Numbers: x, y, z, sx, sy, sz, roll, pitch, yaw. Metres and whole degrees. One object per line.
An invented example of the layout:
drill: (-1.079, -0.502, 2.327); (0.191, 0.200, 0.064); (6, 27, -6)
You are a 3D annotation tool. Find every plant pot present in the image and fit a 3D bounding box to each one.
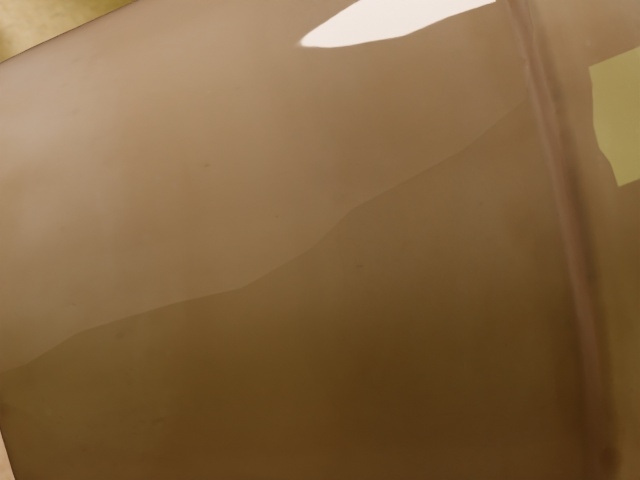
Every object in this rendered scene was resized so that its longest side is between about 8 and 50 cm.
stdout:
plant pot: (0.000, 0.000, 0.819); (0.280, 0.323, 0.323); (-11, 67, -4)
